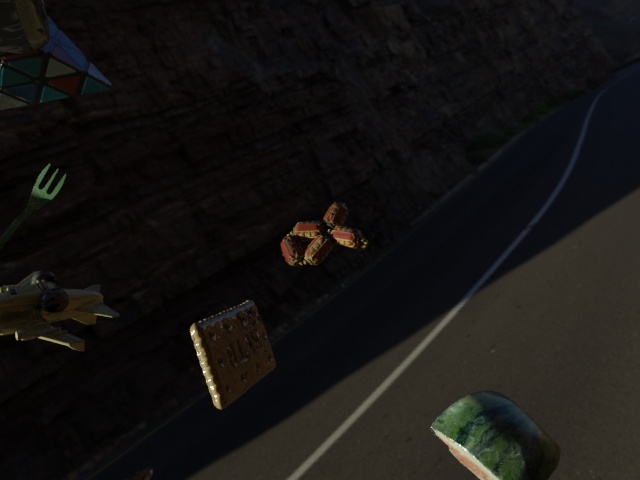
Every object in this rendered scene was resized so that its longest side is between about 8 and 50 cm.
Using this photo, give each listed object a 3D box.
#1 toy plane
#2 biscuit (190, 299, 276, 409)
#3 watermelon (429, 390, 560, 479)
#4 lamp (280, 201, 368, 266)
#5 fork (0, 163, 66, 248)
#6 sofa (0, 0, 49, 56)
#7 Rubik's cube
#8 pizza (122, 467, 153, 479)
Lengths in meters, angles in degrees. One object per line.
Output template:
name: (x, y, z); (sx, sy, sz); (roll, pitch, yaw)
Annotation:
toy plane: (-0.444, 0.100, 0.816); (0.244, 0.092, 0.229); (2, 22, -41)
biscuit: (-0.210, 0.278, 1.388); (0.044, 0.217, 0.325); (-21, -3, 19)
watermelon: (0.431, 0.516, 1.314); (0.213, 0.201, 0.262); (-28, 45, -24)
lamp: (0.000, 0.000, 0.556); (0.083, 0.063, 0.031); (-26, -36, -4)
fork: (-0.475, -0.016, 0.828); (0.235, 0.039, 0.021); (-58, 6, -13)
sofa: (-0.458, -0.335, 0.647); (0.210, 0.175, 0.225); (-17, -1, -16)
Rubik's cube: (-0.701, -0.381, 1.247); (0.234, 0.284, 0.250); (-40, 11, 14)
pizza: (-0.230, 0.309, 0.516); (0.188, 0.062, 0.199); (4, 34, 42)
